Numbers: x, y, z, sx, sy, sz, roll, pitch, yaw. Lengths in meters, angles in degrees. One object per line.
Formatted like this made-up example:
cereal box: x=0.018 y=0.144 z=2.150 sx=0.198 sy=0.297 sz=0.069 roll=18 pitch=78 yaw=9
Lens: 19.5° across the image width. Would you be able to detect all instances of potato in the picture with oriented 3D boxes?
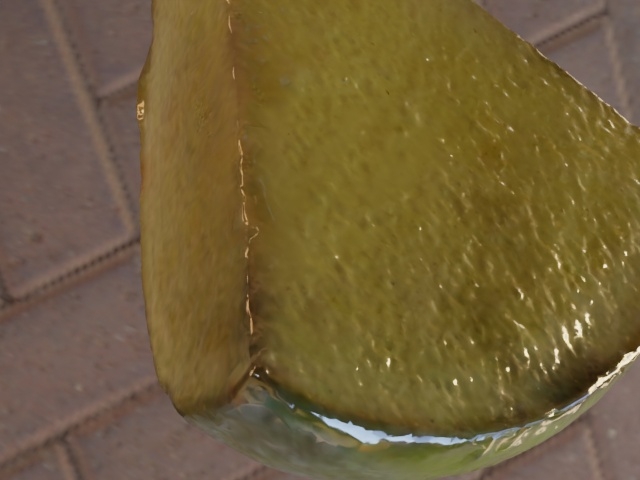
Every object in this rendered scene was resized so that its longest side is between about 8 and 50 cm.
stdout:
potato: x=0.000 y=0.000 z=0.719 sx=0.269 sy=0.112 sz=0.255 roll=34 pitch=41 yaw=-5
